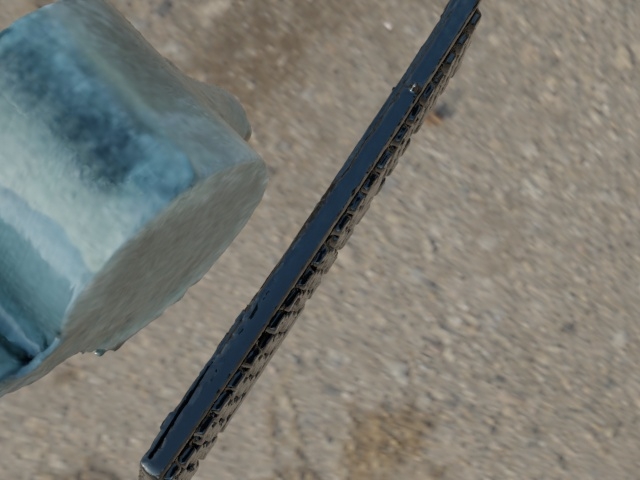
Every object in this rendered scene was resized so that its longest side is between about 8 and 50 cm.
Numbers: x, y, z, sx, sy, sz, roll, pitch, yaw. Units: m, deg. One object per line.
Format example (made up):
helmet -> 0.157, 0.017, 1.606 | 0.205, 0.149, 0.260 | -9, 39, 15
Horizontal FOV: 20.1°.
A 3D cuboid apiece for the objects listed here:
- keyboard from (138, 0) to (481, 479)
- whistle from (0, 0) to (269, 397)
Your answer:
keyboard -> 0.000, 0.000, 0.722 | 0.017, 0.087, 0.250 | 32, 69, 5
whistle -> -0.210, 0.003, 1.193 | 0.404, 0.188, 0.168 | -40, 76, -14
